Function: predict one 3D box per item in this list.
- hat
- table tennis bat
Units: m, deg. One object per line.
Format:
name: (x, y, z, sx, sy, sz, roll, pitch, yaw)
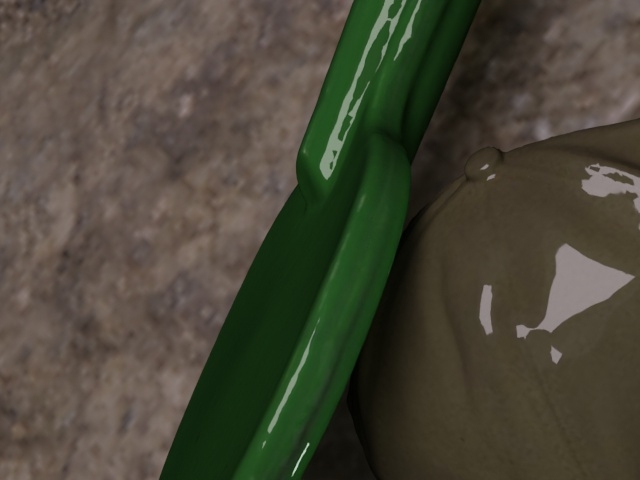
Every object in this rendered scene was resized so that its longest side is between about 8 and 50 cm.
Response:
hat: (0.083, 0.074, 0.510, 0.166, 0.144, 0.173, -29, 40, 18)
table tennis bat: (0.000, 0.000, 0.572, 0.039, 0.160, 0.257, 24, 79, -11)
